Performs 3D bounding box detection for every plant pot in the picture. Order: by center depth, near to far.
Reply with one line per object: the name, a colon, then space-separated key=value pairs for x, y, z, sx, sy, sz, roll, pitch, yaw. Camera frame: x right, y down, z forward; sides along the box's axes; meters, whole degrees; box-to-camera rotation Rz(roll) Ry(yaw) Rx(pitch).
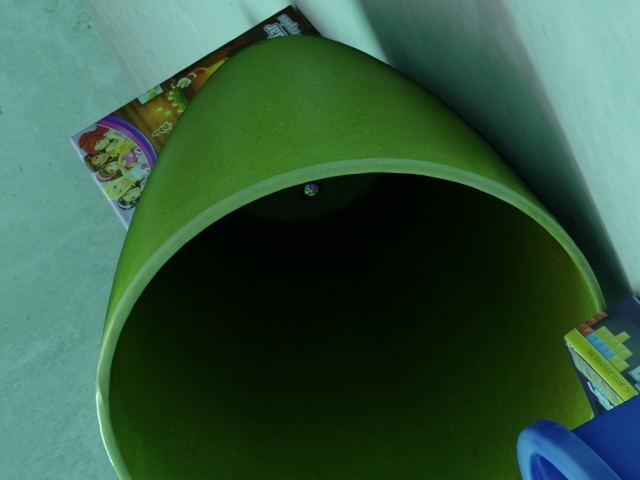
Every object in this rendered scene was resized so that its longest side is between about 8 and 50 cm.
plant pot: x=0.000 y=0.000 z=1.093 sx=0.293 sy=0.275 sz=0.274 roll=-104 pitch=-12 yaw=-57

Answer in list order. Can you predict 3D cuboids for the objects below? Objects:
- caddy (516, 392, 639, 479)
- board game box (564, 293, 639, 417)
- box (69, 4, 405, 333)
caddy: x=0.196 y=0.186 z=0.648 sx=0.341 sy=0.179 sz=0.241 roll=54 pitch=174 yaw=30
board game box: x=0.201 y=0.126 z=0.934 sx=0.170 sy=0.048 sz=0.141 roll=51 pitch=169 yaw=52
box: x=-0.033 y=-0.028 z=1.319 sx=0.293 sy=0.201 sz=0.057 roll=52 pitch=172 yaw=42
